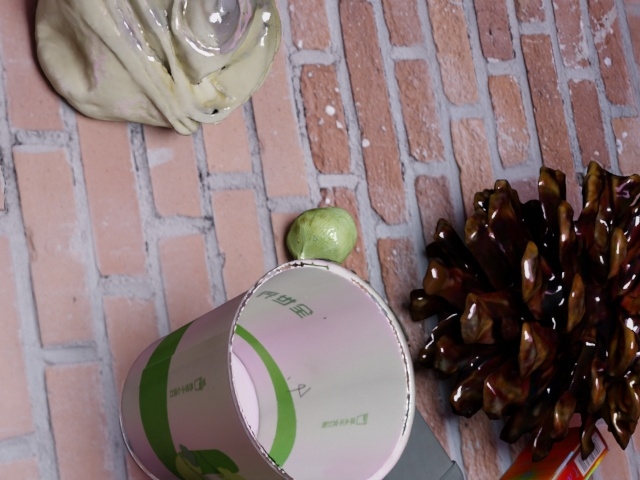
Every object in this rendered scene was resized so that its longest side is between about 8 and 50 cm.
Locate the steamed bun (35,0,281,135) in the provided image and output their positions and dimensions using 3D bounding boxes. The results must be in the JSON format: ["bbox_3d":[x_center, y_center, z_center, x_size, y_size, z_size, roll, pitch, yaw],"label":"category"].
[{"bbox_3d":[-0.176,-0.271,1.687,0.280,0.207,0.268,13,71,-34],"label":"steamed bun"}]

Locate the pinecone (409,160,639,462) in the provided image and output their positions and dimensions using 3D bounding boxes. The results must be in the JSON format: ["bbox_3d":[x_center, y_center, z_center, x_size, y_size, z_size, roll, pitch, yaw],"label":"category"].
[{"bbox_3d":[0.294,0.090,1.884,0.397,0.397,0.398,12,71,-36],"label":"pinecone"}]

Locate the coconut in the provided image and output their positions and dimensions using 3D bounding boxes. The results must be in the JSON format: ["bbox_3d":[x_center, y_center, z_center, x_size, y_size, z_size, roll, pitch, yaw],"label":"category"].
[{"bbox_3d":[0.000,0.000,1.831,0.096,0.088,0.088,-41,104,-45],"label":"coconut"}]

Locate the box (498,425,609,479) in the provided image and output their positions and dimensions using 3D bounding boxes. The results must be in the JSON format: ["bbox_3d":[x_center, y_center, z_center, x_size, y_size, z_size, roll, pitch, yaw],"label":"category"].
[{"bbox_3d":[0.301,0.323,1.967,0.175,0.112,0.048,-41,105,-37],"label":"box"}]

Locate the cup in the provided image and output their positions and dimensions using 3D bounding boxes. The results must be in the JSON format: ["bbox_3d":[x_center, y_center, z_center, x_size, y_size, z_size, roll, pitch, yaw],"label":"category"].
[{"bbox_3d":[-0.072,0.166,1.607,0.253,0.274,0.253,13,70,-38],"label":"cup"}]

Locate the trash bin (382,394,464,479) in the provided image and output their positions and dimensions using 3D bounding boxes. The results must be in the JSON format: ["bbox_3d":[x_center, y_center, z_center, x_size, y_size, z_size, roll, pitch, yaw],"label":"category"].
[{"bbox_3d":[0.071,0.277,1.791,0.176,0.101,0.236,-38,99,-46],"label":"trash bin"}]
